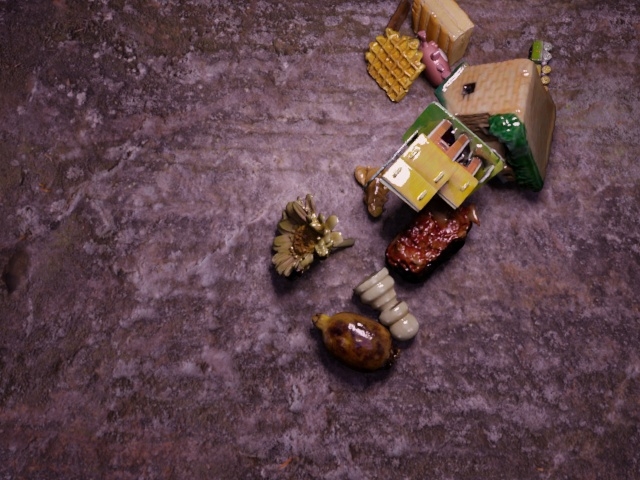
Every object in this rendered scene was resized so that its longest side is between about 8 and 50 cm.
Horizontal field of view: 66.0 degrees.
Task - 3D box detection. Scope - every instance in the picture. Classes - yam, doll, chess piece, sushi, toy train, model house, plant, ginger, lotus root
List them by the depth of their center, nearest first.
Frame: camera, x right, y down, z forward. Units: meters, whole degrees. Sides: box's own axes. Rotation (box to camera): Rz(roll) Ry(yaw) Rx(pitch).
[{"bbox_3d":[0.312,-0.173,1.539,0.300,0.340,0.323,43,54,1],"label":"model house"},{"bbox_3d":[0.111,0.320,1.565,0.314,0.141,0.169,24,80,4],"label":"lotus root"},{"bbox_3d":[-0.036,0.025,1.596,0.306,0.297,0.261,29,79,44],"label":"plant"},{"bbox_3d":[0.227,0.219,1.613,0.133,0.133,0.243,-35,87,-10],"label":"chess piece"},{"bbox_3d":[0.375,-0.006,1.636,0.343,0.182,0.196,-43,83,-8],"label":"sushi"},{"bbox_3d":[0.559,-0.383,1.650,0.343,0.382,0.334,7,73,37],"label":"model house"},{"bbox_3d":[0.197,-0.184,1.724,0.115,0.081,0.205,-12,72,-11],"label":"ginger"},{"bbox_3d":[0.407,-0.639,1.775,0.093,0.262,0.211,-30,36,10],"label":"doll"},{"bbox_3d":[0.832,-0.667,1.878,0.081,0.060,0.202,9,76,7],"label":"toy train"},{"bbox_3d":[0.283,-0.826,1.899,0.057,0.057,0.241,26,78,4],"label":"yam"}]

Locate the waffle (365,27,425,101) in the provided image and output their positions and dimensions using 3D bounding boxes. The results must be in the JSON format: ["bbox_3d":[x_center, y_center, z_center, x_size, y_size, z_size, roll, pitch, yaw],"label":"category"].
[{"bbox_3d":[0.268,-0.653,1.772,0.057,0.219,0.229,-31,79,-37],"label":"waffle"}]

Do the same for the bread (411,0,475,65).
[{"bbox_3d":[0.436,-0.780,1.803,0.111,0.246,0.239,-36,80,1],"label":"bread"}]
